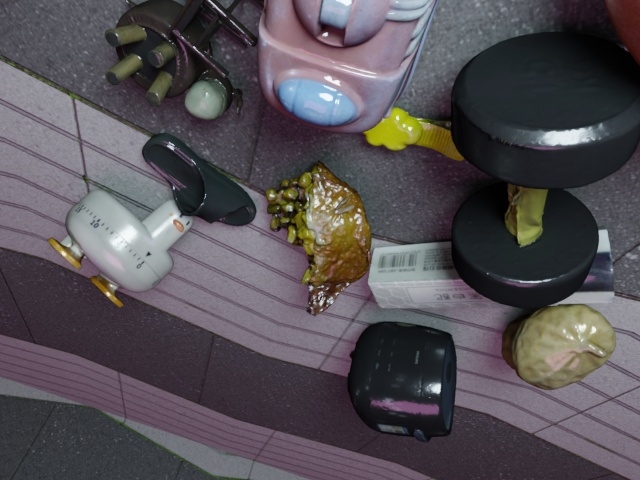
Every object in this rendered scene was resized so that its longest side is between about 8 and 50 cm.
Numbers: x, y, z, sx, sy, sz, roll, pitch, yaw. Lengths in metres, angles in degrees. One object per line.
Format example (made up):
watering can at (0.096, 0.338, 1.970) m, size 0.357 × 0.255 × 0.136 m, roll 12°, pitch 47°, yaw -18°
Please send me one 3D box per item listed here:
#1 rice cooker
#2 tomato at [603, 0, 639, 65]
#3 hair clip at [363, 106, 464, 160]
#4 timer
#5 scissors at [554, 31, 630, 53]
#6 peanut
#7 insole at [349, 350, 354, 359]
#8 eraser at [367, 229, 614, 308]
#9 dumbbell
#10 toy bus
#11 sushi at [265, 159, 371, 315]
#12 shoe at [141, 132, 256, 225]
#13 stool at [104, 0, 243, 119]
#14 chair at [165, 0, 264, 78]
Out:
rice cooker at (0.191, 0.319, 1.106) m, size 0.224 × 0.267 × 0.267 m, roll -2°, pitch 138°, yaw 23°
tomato at (0.392, -0.247, 0.341) m, size 0.341 × 0.273 × 0.342 m, roll 10°, pitch 141°, yaw 8°
hair clip at (0.135, -0.160, 0.717) m, size 0.173 × 0.046 × 0.072 m, roll 15°, pitch 137°, yaw 6°
timer at (-0.396, -0.011, 1.005) m, size 0.233 × 0.240 × 0.233 m, roll 38°, pitch 160°, yaw 16°
scissors at (0.486, -0.181, 0.579) m, size 0.446 × 0.029 × 0.193 m, roll 17°, pitch 141°, yaw 3°
peanut at (0.425, 0.204, 0.917) m, size 0.159 × 0.143 × 0.291 m, roll -28°, pitch 165°, yaw -6°
insole at (0.201, 0.395, 1.379) m, size 0.111 × 0.007 × 0.328 m, roll -20°, pitch 129°, yaw 38°
eraser at (0.294, 0.058, 0.876) m, size 0.403 × 0.098 × 0.096 m, roll -5°, pitch 137°, yaw 26°
dumbbell at (0.275, -0.074, 0.632) m, size 0.203 × 0.204 × 0.323 m, roll 3°, pitch 142°, yaw 17°
toy bus at (0.026, -0.242, 0.511) m, size 0.197 × 0.232 × 0.294 m, roll 18°, pitch 140°, yaw -2°
sushi at (0.000, -0.003, 0.875) m, size 0.179 × 0.167 × 0.296 m, roll -9°, pitch 146°, yaw -4°
shoe at (-0.236, -0.088, 0.902) m, size 0.108 × 0.093 × 0.241 m, roll -27°, pitch 122°, yaw 39°
stool at (-0.209, -0.244, 0.689) m, size 0.125 × 0.121 × 0.217 m, roll -24°, pitch 121°, yaw 37°
chair at (-0.168, -0.318, 0.596) m, size 0.212 × 0.102 × 0.084 m, roll 37°, pitch 137°, yaw -24°
